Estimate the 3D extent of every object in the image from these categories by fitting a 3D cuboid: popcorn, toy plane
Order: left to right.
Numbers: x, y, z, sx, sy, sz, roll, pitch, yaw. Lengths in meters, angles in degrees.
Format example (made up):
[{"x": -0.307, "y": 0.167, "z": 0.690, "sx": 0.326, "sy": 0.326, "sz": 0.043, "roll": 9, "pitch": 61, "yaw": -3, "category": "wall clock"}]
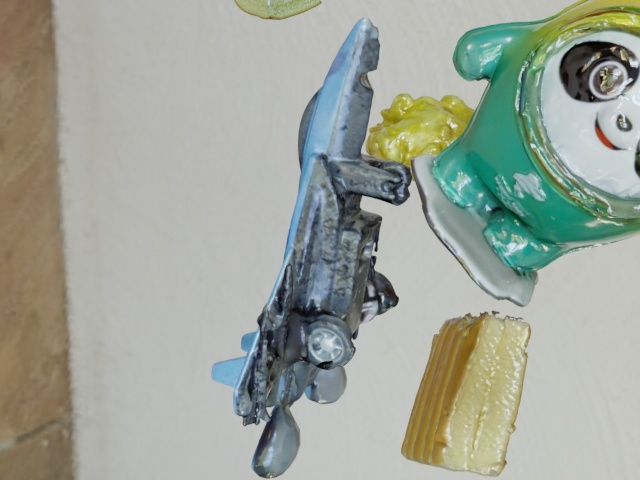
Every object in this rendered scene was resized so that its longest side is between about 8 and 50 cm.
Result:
[{"x": 0.007, "y": 0.003, "z": 0.567, "sx": 0.169, "sy": 0.078, "sz": 0.246, "roll": -41, "pitch": 154, "yaw": -59, "category": "toy plane"}, {"x": 0.163, "y": -0.142, "z": 1.538, "sx": 0.197, "sy": 0.197, "sz": 0.155, "roll": -4, "pitch": 116, "yaw": -61, "category": "popcorn"}]

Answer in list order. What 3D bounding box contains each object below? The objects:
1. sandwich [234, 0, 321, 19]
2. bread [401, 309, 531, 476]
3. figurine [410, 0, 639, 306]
[{"x": -0.043, "y": -0.219, "z": 0.950, "sx": 0.044, "sy": 0.083, "sz": 0.031, "roll": -77, "pitch": 165, "yaw": -55, "category": "sandwich"}, {"x": 0.223, "y": 0.226, "z": 1.579, "sx": 0.239, "sy": 0.111, "sz": 0.246, "roll": 138, "pitch": -31, "yaw": -78, "category": "bread"}, {"x": 0.275, "y": -0.106, "z": 1.041, "sx": 0.323, "sy": 0.340, "sz": 0.231, "roll": 52, "pitch": 29, "yaw": 1, "category": "figurine"}]
